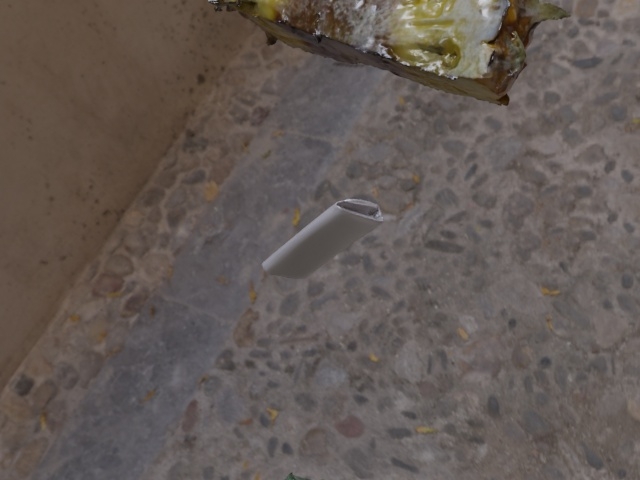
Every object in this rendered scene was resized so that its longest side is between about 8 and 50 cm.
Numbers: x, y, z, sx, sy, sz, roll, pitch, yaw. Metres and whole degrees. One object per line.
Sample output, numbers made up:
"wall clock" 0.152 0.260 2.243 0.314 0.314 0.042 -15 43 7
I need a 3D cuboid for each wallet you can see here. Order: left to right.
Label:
"wallet" 0.000 0.000 0.701 0.122 0.061 0.025 -37 60 38

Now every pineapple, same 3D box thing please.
"pineapple" 0.044 -0.174 0.453 0.233 0.079 0.135 23 97 34

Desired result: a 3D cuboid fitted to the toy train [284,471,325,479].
"toy train" 0.053 0.457 0.918 0.272 0.442 0.179 32 81 -5
